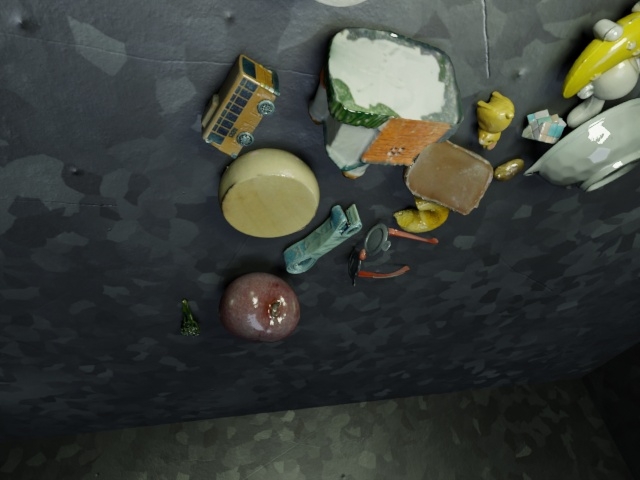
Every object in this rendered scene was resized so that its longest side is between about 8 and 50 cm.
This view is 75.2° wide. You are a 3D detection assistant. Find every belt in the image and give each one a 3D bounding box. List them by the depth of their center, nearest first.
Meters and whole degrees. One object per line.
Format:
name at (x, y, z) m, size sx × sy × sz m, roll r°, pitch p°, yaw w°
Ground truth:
belt at (0.000, 0.000, 1.225) m, size 0.087 × 0.072 × 0.302 m, roll 22°, pitch 132°, yaw -38°

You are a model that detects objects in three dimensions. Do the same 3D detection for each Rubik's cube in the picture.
Rubik's cube at (0.534, -0.276, 0.998) m, size 0.075 × 0.084 × 0.073 m, roll -3°, pitch 118°, yaw -34°

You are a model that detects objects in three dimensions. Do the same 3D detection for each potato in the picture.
potato at (0.510, -0.189, 1.125) m, size 0.083 × 0.040 × 0.051 m, roll -28°, pitch 144°, yaw 24°

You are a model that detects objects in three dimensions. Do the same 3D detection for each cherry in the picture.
cherry at (-0.204, 0.223, 1.353) m, size 0.261 × 0.221 × 0.307 m, roll 29°, pitch 142°, yaw -29°

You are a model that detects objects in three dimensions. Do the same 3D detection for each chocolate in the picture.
chocolate at (0.315, -0.173, 1.064) m, size 0.261 × 0.083 × 0.161 m, roll 21°, pitch 109°, yaw -29°

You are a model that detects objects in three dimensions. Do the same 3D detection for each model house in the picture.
model house at (0.099, -0.251, 0.880) m, size 0.271 × 0.191 × 0.301 m, roll 1°, pitch 157°, yaw -20°

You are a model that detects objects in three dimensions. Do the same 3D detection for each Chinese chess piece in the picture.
Chinese chess piece at (-0.126, -0.113, 1.034) m, size 0.250 × 0.097 × 0.251 m, roll -6°, pitch 143°, yaw -4°

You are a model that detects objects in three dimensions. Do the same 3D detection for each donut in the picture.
donut at (0.300, -0.086, 1.184) m, size 0.145 × 0.078 × 0.181 m, roll 6°, pitch 141°, yaw -16°

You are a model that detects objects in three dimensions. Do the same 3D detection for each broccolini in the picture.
broccolini at (-0.479, 0.285, 1.492) m, size 0.073 × 0.058 × 0.201 m, roll -10°, pitch 144°, yaw -12°

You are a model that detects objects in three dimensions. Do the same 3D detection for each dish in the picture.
dish at (0.675, -0.203, 1.010) m, size 0.302 × 0.120 × 0.303 m, roll -22°, pitch 160°, yaw -8°

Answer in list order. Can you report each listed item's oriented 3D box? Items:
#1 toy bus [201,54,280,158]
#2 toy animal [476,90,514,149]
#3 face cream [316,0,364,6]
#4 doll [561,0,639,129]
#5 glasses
toy bus at (-0.167, -0.264, 0.835) m, size 0.103 × 0.091 × 0.182 m, roll 21°, pitch 131°, yaw -31°
toy animal at (0.404, -0.261, 0.981) m, size 0.070 × 0.083 × 0.159 m, roll -32°, pitch 151°, yaw -10°
face cream at (0.025, -0.453, 0.588) m, size 0.177 × 0.153 × 0.177 m, roll -5°, pitch 141°, yaw -4°
doll at (0.611, -0.368, 0.861) m, size 0.237 × 0.111 × 0.252 m, roll -42°, pitch 147°, yaw 19°
glasses at (0.237, 0.058, 1.320) m, size 0.268 × 0.118 × 0.234 m, roll 10°, pitch 137°, yaw -24°
